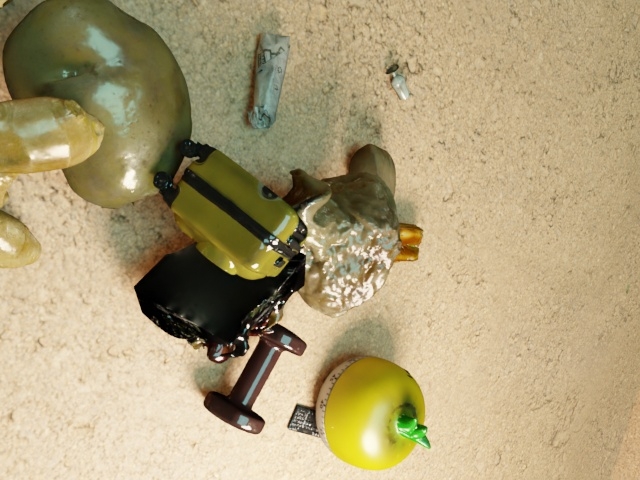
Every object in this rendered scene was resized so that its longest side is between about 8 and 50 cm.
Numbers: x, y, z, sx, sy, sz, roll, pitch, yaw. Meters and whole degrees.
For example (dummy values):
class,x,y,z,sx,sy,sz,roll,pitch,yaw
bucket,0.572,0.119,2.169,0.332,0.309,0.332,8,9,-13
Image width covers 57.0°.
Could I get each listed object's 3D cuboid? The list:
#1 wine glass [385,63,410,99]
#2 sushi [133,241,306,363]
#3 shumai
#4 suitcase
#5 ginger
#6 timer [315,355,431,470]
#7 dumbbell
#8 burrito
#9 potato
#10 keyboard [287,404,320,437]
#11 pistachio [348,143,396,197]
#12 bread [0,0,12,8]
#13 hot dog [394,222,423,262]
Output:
class,x,y,z,sx,sy,sz,roll,pitch,yaw
wine glass,0.187,-0.378,1.411,0.039,0.042,0.083,-28,125,12
sushi,-0.180,0.111,1.118,0.227,0.215,0.212,-51,161,-35
shumai,0.000,0.000,1.165,0.262,0.267,0.314,9,91,-59
suitcase,-0.141,-0.036,0.969,0.143,0.235,0.194,-51,169,-2
ginger,-0.509,-0.089,0.778,0.348,0.363,0.122,12,58,-38
timer,0.150,0.415,1.377,0.285,0.285,0.285,-8,104,-36
dumbbell,-0.135,0.277,1.228,0.225,0.140,0.124,-62,158,-12
burrito,-0.105,-0.323,1.185,0.064,0.064,0.203,10,91,-38
potato,-0.333,-0.217,0.928,0.243,0.221,0.326,-40,122,-23
keyboard,0.005,0.455,1.447,0.204,0.013,0.061,29,80,-37
pistachio,0.123,-0.129,1.354,0.108,0.126,0.186,-7,93,-9
bread,-0.502,-0.409,0.733,0.207,0.279,0.279,-51,122,-21
hot dog,0.150,0.008,1.433,0.269,0.072,0.115,5,95,-39
